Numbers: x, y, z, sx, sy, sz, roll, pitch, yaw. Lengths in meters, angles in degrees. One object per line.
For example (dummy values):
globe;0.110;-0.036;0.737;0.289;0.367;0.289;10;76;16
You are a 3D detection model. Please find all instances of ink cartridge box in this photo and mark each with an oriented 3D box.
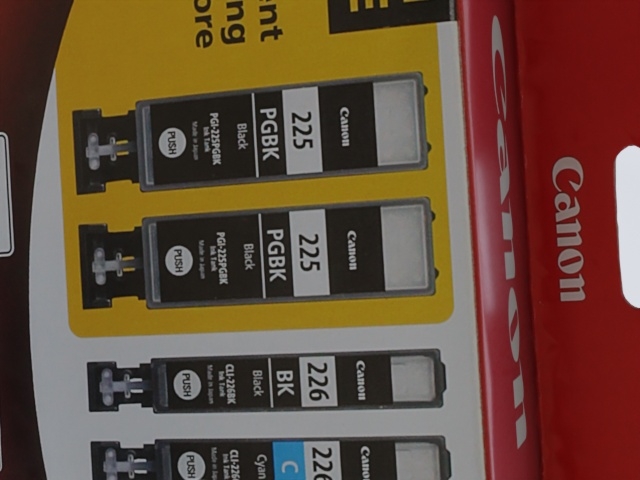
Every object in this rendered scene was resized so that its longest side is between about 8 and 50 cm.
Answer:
ink cartridge box;0.000;0.000;0.388;0.271;0.130;0.310;-4;-91;18
